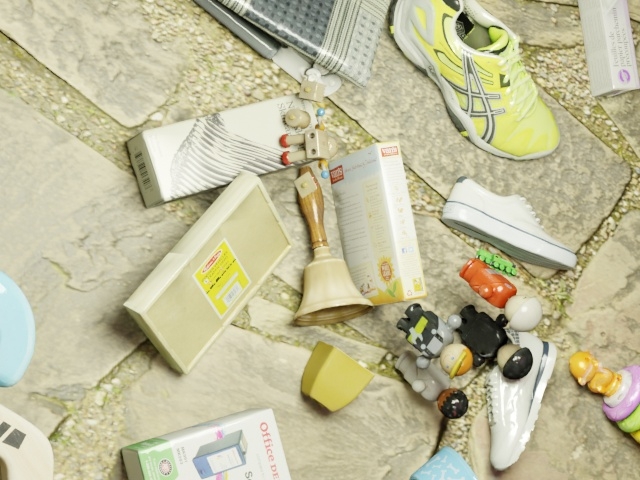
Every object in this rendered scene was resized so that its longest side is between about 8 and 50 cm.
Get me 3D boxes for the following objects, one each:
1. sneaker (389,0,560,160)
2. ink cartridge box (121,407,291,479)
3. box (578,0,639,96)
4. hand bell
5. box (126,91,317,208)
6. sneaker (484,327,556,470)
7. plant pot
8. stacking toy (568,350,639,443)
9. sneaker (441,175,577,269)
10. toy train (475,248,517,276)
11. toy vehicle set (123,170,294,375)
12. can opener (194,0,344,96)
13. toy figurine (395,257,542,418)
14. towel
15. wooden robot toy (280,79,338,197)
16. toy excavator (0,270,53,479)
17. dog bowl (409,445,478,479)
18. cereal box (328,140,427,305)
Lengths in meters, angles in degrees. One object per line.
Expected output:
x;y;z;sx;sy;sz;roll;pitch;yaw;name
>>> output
0.276;-0.269;1.907;0.385;0.147;0.145;41;67;-25;sneaker
-0.158;0.342;1.663;0.212;0.093;0.154;-13;88;-28;ink cartridge box
0.510;-0.423;2.092;0.063;0.067;0.323;-6;85;-25;box
0.000;0.000;1.791;0.126;0.126;0.242;-2;72;-25;hand bell
-0.139;-0.137;1.733;0.275;0.094;0.113;-19;92;-25;box
0.308;0.261;1.907;0.095;0.090;0.235;22;70;-8;sneaker
0.018;0.213;1.771;0.081;0.081;0.083;37;80;-17;plant pot
0.550;0.276;1.985;0.302;0.166;0.175;29;56;-8;stacking toy
0.327;-0.029;1.937;0.258;0.094;0.091;25;78;-20;sneaker
0.298;0.037;1.959;0.083;0.017;0.023;23;64;-21;toy train
-0.154;0.048;1.682;0.267;0.035;0.166;-50;142;-21;toy vehicle set
-0.073;-0.326;1.814;0.280;0.074;0.093;34;36;-19;can opener
0.230;0.160;1.791;0.210;0.213;0.148;-34;59;-25;toy figurine
-0.023;-0.428;1.820;0.312;0.056;0.324;29;56;-18;towel
-0.009;-0.147;1.721;0.079;0.076;0.173;3;83;-61;wooden robot toy
-0.460;0.192;1.493;0.445;0.222;0.432;32;72;-27;toy excavator
0.227;0.469;1.794;0.074;0.166;0.297;-25;94;-15;dog bowl
0.084;-0.021;1.780;0.047;0.173;0.240;-8;87;-26;cereal box
